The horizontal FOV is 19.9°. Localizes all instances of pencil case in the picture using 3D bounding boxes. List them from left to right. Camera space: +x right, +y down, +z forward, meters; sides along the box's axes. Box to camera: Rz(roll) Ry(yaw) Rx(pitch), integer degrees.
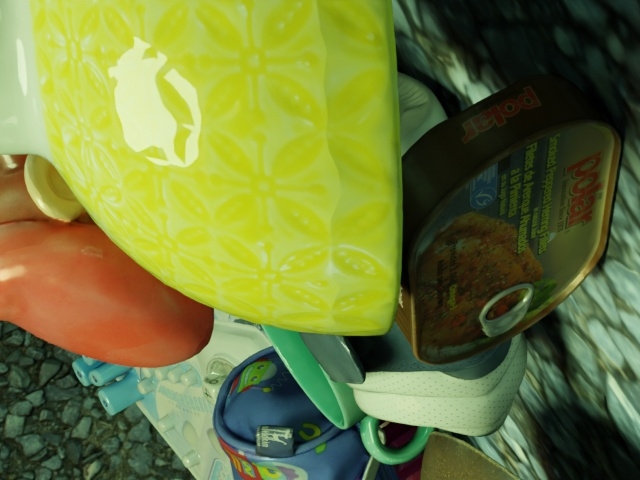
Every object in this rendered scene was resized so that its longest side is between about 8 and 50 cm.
[{"bbox_3d":[0.021,0.216,1.339,0.133,0.119,0.306,7,131,37],"label":"pencil case"}]

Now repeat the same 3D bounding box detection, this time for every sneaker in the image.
[{"bbox_3d":[0.001,0.000,1.077,0.323,0.130,0.236,31,147,55],"label":"sneaker"}]

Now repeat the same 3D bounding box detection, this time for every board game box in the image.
[{"bbox_3d":[-0.072,0.136,1.573,0.390,0.050,0.390,49,146,22],"label":"board game box"}]

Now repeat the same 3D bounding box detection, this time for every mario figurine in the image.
[{"bbox_3d":[-0.117,-0.091,0.932,0.198,0.170,0.321,-8,-106,-62],"label":"mario figurine"}]

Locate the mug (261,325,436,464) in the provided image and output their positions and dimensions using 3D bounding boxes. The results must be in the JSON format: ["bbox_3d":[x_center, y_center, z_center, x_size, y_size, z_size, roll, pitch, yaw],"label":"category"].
[{"bbox_3d":[0.025,0.054,1.203,0.129,0.097,0.158,42,161,53],"label":"mug"}]

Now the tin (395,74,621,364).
[{"bbox_3d":[0.078,-0.006,0.808,0.040,0.106,0.190,61,170,26],"label":"tin"}]

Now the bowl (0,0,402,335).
[{"bbox_3d":[-0.061,-0.099,0.738,0.289,0.156,0.290,175,90,-88],"label":"bowl"}]

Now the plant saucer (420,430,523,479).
[{"bbox_3d":[0.162,0.233,1.047,0.310,0.050,0.310,42,170,9],"label":"plant saucer"}]
